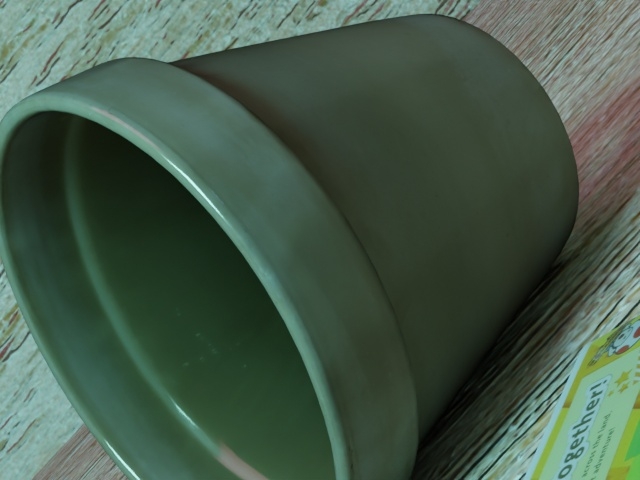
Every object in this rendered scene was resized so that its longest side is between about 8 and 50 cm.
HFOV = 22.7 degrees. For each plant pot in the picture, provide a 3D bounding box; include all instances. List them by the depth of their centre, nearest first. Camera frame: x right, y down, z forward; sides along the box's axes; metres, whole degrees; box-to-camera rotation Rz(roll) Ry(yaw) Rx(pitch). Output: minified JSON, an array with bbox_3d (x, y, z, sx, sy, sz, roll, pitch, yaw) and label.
[{"bbox_3d":[0.000,0.000,0.993,0.280,0.323,0.323,-32,0,-32],"label":"plant pot"}]

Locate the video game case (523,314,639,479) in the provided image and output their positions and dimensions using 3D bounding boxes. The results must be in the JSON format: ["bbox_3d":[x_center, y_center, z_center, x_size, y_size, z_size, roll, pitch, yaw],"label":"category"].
[{"bbox_3d":[0.110,0.063,0.385,0.206,0.026,0.227,-37,13,43],"label":"video game case"}]
